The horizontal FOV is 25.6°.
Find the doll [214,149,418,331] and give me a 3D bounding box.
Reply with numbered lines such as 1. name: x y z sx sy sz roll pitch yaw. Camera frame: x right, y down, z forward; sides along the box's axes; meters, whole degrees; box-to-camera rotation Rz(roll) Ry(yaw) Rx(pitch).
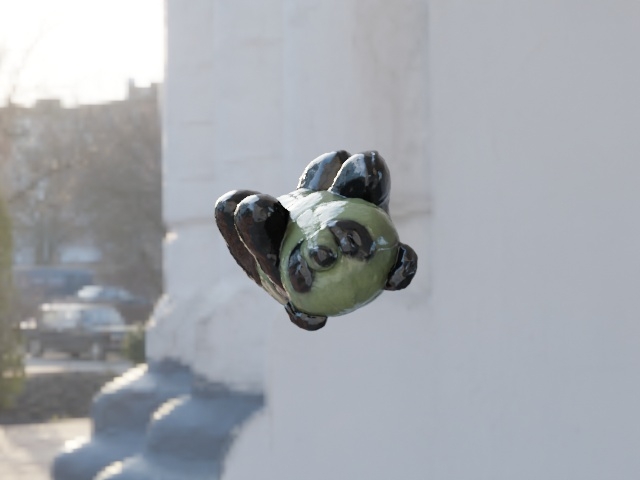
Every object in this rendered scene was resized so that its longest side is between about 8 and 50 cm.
1. doll: 0.001 -0.001 1.233 0.143 0.135 0.234 -24 6 -13
